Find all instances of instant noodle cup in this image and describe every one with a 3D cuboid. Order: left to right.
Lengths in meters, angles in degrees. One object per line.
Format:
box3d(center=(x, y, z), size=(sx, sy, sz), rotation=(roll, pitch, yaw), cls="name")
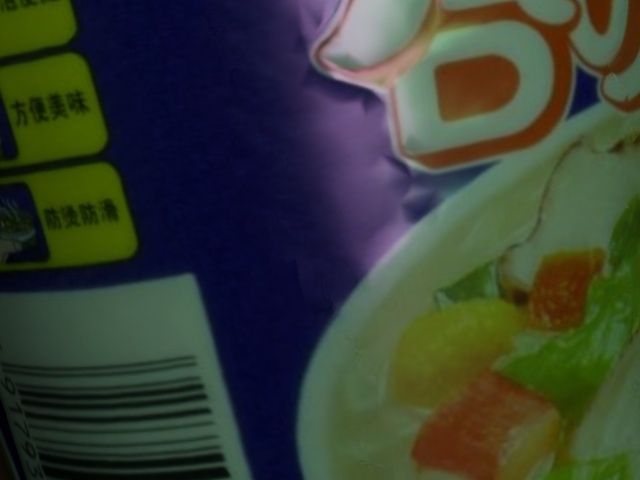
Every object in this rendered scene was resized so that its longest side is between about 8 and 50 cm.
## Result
box3d(center=(0.000, 0.000, 0.470), size=(0.284, 0.284, 0.312), rotation=(-16, 100, -34), cls="instant noodle cup")
